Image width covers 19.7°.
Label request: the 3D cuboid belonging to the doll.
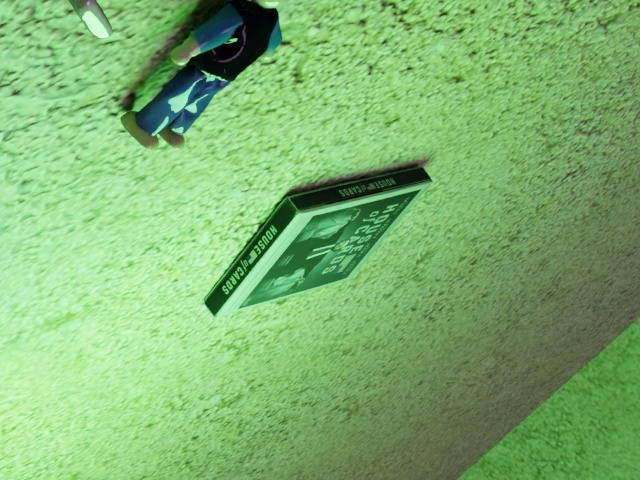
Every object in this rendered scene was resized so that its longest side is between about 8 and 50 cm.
[{"bbox_3d":[-0.085,-0.150,1.498,0.189,0.046,0.129,-47,160,25],"label":"doll"}]

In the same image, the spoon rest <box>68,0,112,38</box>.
[{"bbox_3d":[-0.278,-0.118,1.207,0.276,0.084,0.137,-24,159,0],"label":"spoon rest"}]

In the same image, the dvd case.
[{"bbox_3d":[0.000,0.000,2.023,0.239,0.029,0.179,-14,150,-49],"label":"dvd case"}]
